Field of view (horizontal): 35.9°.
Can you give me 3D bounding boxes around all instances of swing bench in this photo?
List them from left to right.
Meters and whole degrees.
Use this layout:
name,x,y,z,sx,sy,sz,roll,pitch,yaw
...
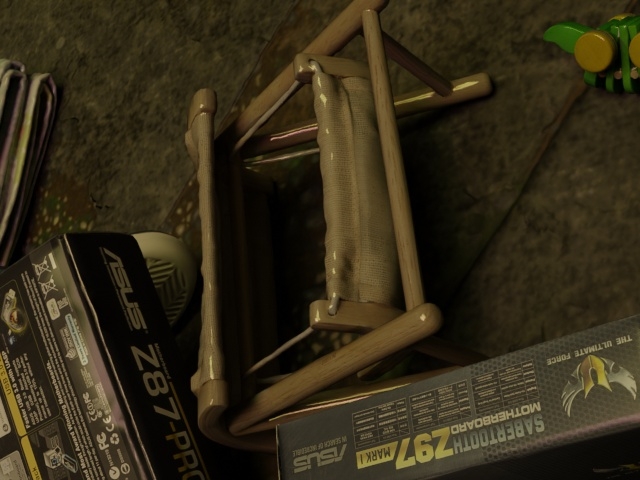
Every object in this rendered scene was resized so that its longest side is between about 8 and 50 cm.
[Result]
name,x,y,z,sx,sy,sz,roll,pitch,yaw
swing bench,0.000,0.000,0.731,0.255,0.165,0.253,-23,60,31

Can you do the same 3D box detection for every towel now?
name,x,y,z,sx,sy,sz,roll,pitch,yaw
towel,-0.483,-0.046,1.202,0.375,0.090,0.320,-3,68,39

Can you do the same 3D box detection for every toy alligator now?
name,x,y,z,sx,sy,sz,roll,pitch,yaw
toy alligator,0.239,-0.124,0.665,0.190,0.056,0.051,8,120,40

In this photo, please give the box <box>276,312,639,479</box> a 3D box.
name,x,y,z,sx,sy,sz,roll,pitch,yaw
box,0.119,0.119,0.573,0.233,0.183,0.059,-23,59,30

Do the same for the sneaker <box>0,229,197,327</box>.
name,x,y,z,sx,sy,sz,roll,pitch,yaw
sneaker,-0.269,0.062,0.958,0.350,0.131,0.148,-30,41,19

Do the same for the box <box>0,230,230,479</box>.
name,x,y,z,sx,sy,sz,roll,pitch,yaw
box,-0.214,0.235,0.779,0.318,0.097,0.394,-31,76,24
